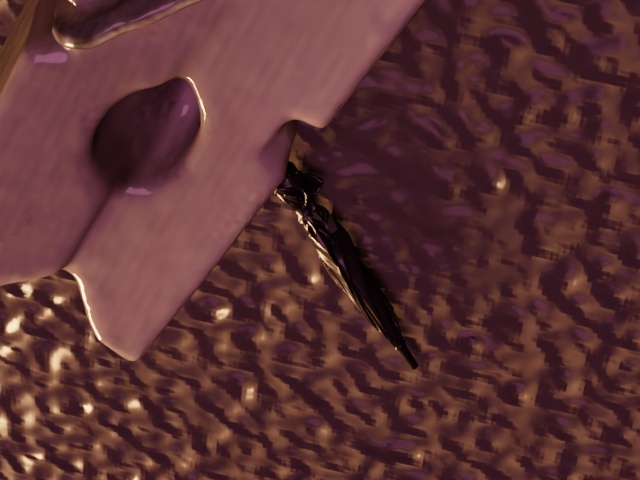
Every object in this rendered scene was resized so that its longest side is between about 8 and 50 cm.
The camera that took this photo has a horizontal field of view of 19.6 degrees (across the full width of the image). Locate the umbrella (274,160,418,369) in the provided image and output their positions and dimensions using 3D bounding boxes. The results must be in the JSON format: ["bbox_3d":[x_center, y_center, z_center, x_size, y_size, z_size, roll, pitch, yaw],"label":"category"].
[{"bbox_3d":[0.002,-0.001,0.620,0.022,0.013,0.122,-16,121,44],"label":"umbrella"}]

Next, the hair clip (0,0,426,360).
[{"bbox_3d":[-0.010,-0.097,0.498,0.101,0.085,0.331,24,126,-19],"label":"hair clip"}]
